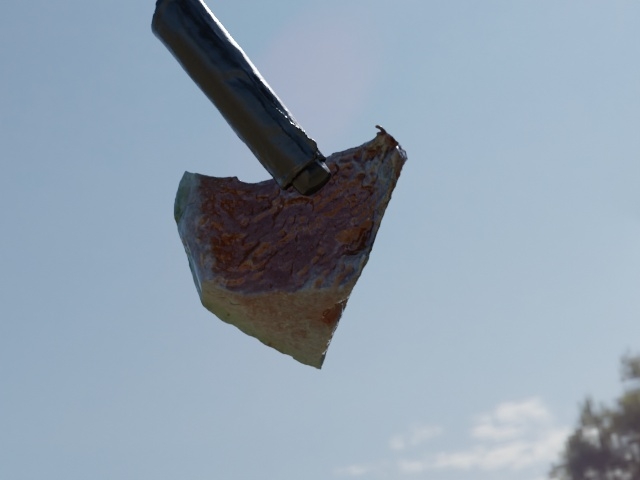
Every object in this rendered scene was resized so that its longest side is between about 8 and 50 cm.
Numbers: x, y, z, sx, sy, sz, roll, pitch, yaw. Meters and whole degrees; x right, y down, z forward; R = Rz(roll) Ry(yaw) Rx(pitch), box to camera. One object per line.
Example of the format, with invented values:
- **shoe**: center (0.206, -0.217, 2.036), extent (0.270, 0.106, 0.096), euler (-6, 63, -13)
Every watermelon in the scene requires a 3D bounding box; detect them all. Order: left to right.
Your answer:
- **watermelon**: center (0.007, 0.011, 0.805), extent (0.158, 0.097, 0.121), euler (-14, -32, 34)

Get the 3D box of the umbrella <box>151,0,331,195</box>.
- **umbrella**: center (-0.042, -0.076, 0.726), extent (0.031, 0.133, 0.036), euler (-38, -12, -3)
